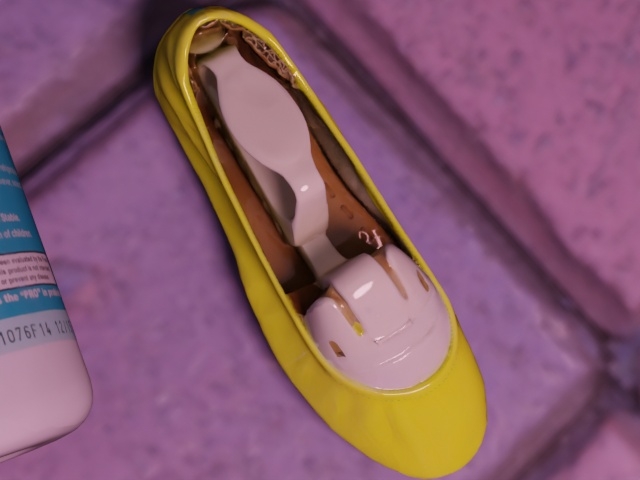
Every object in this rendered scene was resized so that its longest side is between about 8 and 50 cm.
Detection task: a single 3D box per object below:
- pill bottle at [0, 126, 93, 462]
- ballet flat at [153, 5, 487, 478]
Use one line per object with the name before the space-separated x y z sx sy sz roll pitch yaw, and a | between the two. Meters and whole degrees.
pill bottle | -0.194 -0.030 0.570 0.146 0.146 0.264 -19 85 -11
ballet flat | 0.000 0.000 0.630 0.077 0.077 0.231 -30 87 -13
